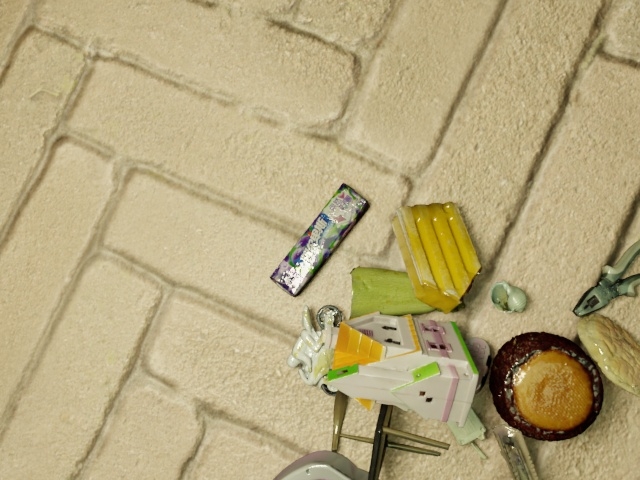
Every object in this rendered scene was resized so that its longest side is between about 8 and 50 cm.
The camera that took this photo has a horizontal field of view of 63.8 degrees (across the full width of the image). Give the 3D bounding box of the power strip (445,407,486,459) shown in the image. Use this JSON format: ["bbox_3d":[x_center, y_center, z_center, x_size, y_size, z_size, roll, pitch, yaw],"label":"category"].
[{"bbox_3d":[0.342,0.439,1.216,0.075,0.042,0.175,-32,80,2],"label":"power strip"}]

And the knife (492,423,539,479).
[{"bbox_3d":[0.458,0.569,1.130,0.089,0.043,0.365,-16,98,34],"label":"knife"}]

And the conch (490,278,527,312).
[{"bbox_3d":[0.454,0.140,1.236,0.076,0.056,0.085,-36,50,18],"label":"conch"}]

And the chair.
[{"bbox_3d":[0.144,0.446,1.160,0.272,0.166,0.188,10,111,13],"label":"chair"}]

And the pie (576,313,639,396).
[{"bbox_3d":[0.669,0.260,1.144,0.218,0.185,0.052,43,125,10],"label":"pie"}]

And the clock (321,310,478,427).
[{"bbox_3d":[0.154,0.270,1.135,0.309,0.235,0.166,9,110,-2],"label":"clock"}]

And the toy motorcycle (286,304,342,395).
[{"bbox_3d":[-0.010,0.271,1.261,0.151,0.074,0.229,-4,92,0],"label":"toy motorcycle"}]

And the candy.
[{"bbox_3d":[0.000,0.000,1.298,0.088,0.061,0.312,38,88,12],"label":"candy"}]

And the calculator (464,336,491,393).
[{"bbox_3d":[0.347,0.306,1.209,0.024,0.103,0.166,38,70,-35],"label":"calculator"}]

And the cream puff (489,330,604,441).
[{"bbox_3d":[0.496,0.322,1.153,0.239,0.165,0.239,-1,84,6],"label":"cream puff"}]

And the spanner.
[{"bbox_3d":[0.734,0.077,1.221,0.325,0.040,0.096,-37,80,-1],"label":"spanner"}]

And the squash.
[{"bbox_3d":[0.205,0.124,1.249,0.287,0.137,0.137,-1,83,-6],"label":"squash"}]

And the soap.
[{"bbox_3d":[0.277,0.038,1.200,0.160,0.080,0.258,-6,63,-14],"label":"soap"}]

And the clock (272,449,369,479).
[{"bbox_3d":[0.004,0.676,1.195,0.338,0.102,0.339,-1,83,6],"label":"clock"}]
